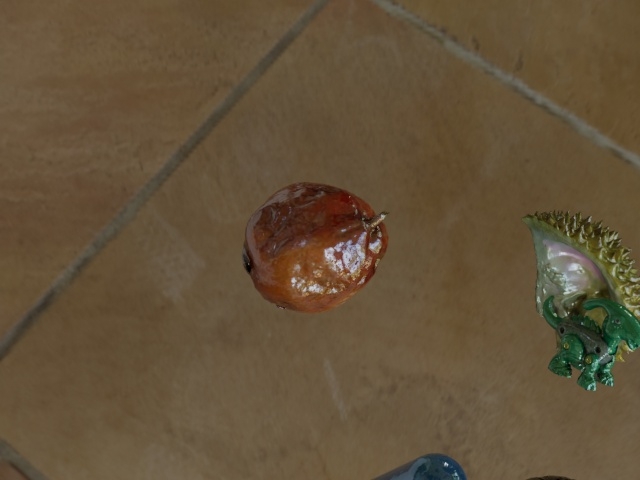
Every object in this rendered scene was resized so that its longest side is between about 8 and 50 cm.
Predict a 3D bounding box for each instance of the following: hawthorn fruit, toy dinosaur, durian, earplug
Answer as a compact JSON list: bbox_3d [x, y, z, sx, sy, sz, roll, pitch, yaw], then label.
[{"bbox_3d":[-0.011,0.007,1.380,0.174,0.179,0.173,-2,94,-27],"label":"hawthorn fruit"},{"bbox_3d":[0.288,0.101,1.187,0.059,0.096,0.132,-4,27,-41],"label":"toy dinosaur"},{"bbox_3d":[0.416,0.090,1.725,0.167,0.306,0.172,-11,36,3],"label":"durian"},{"bbox_3d":[0.149,0.431,1.841,0.133,0.273,0.132,13,58,-21],"label":"earplug"}]

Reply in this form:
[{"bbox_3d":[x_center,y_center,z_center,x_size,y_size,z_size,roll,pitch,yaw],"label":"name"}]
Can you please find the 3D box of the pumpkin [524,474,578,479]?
[{"bbox_3d":[0.337,0.457,1.601,0.233,0.163,0.233,0,85,-1],"label":"pumpkin"}]
